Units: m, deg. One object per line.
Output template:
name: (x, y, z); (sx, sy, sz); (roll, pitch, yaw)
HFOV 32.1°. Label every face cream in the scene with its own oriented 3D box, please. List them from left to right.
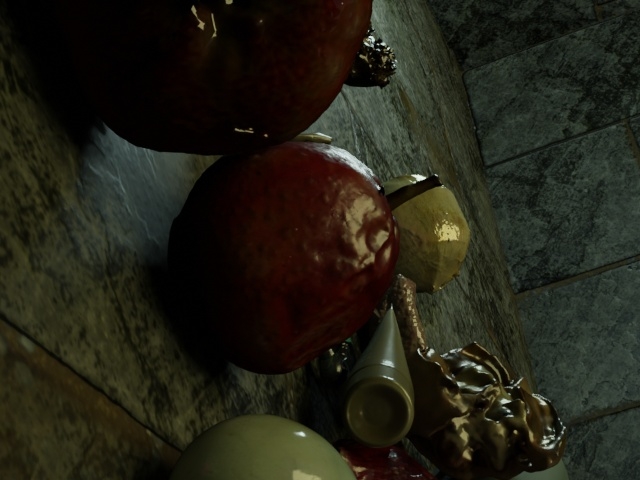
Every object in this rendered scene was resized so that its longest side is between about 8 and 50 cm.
face cream: (0.073, 0.171, 1.388); (0.341, 0.084, 0.137); (-57, 158, -83)

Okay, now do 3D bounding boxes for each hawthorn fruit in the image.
hawthorn fruit: (-0.098, -0.232, 1.025); (0.369, 0.284, 0.285); (-88, 155, -69)
hawthorn fruit: (-0.011, -0.006, 1.064); (0.210, 0.266, 0.230); (61, 6, 25)

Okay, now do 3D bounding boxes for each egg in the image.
egg: (-0.038, 0.224, 0.888); (0.209, 0.151, 0.151); (57, 20, -47)

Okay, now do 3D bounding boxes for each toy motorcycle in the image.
toy motorcycle: (-0.001, 0.094, 1.359); (0.100, 0.058, 0.173); (48, 26, -41)

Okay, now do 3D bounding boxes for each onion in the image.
onion: (0.088, 0.325, 1.279); (0.227, 0.120, 0.284); (-96, 161, -53)

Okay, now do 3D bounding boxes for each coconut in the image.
coconut: (0.146, 0.001, 1.760); (0.194, 0.194, 0.194); (-19, 90, -75)

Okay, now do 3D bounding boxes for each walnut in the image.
walnut: (0.196, 0.229, 1.466); (0.238, 0.141, 0.204); (29, 20, -16)

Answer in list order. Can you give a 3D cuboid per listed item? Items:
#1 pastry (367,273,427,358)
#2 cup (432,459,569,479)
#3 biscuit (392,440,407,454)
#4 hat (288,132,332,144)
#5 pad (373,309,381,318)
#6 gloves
pastry: (0.125, 0.184, 1.605); (0.103, 0.112, 0.265); (57, 12, -67)
cup: (0.240, 0.395, 1.567); (0.312, 0.205, 0.206); (-25, 96, -74)
biscuit: (0.103, 0.302, 1.552); (0.078, 0.015, 0.091); (-84, 151, -54)
hat: (-0.066, -0.119, 1.355); (0.147, 0.085, 0.175); (40, -16, 12)
pad: (0.000, 0.000, 1.456); (0.176, 0.002, 0.266); (57, 5, 32)
gloves: (-0.017, -0.332, 1.641); (0.312, 0.135, 0.210); (48, -2, -7)
